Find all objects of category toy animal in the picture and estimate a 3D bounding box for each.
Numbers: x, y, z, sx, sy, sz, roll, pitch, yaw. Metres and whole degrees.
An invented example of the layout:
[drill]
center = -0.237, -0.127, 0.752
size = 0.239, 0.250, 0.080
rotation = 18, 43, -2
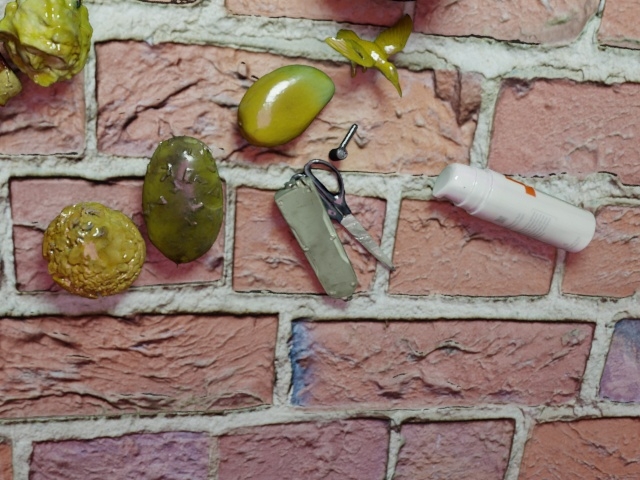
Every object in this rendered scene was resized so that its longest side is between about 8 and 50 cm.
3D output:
[toy animal]
center = 0.100, -0.333, 1.176
size = 0.219, 0.095, 0.155
rotation = -37, 112, -32

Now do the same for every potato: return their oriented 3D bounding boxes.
[potato]
center = -0.252, -0.068, 1.170
size = 0.149, 0.113, 0.251
rotation = 5, 105, -11

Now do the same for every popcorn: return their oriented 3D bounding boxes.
[popcorn]
center = -0.436, -0.344, 1.024
size = 0.142, 0.173, 0.173
rotation = 18, 103, 9

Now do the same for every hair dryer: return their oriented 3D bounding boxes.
[hair dryer]
center = 0.051, -0.191, 1.235
size = 0.026, 0.047, 0.083
rotation = 36, 82, -18

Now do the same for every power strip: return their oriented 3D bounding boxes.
[power strip]
center = 0.000, 0.002, 1.261
size = 0.080, 0.048, 0.286
rotation = -23, 114, 9

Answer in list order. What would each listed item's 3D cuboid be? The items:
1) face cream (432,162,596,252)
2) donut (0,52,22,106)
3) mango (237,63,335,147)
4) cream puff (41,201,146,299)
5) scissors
[face cream]
center = 0.396, -0.072, 1.303
size = 0.345, 0.102, 0.102
rotation = 20, 101, -17
[donut]
center = -0.547, -0.288, 1.042
size = 0.059, 0.140, 0.140
rotation = -36, 110, -11
[mango]
center = -0.063, -0.249, 1.167
size = 0.195, 0.092, 0.130
rotation = -25, 108, -8
[cream puff]
center = -0.413, 0.019, 1.158
size = 0.189, 0.129, 0.189
rotation = -4, 108, -13
[scissors]
center = 0.059, -0.038, 1.289
size = 0.109, 0.022, 0.300
rotation = -42, 110, 7
